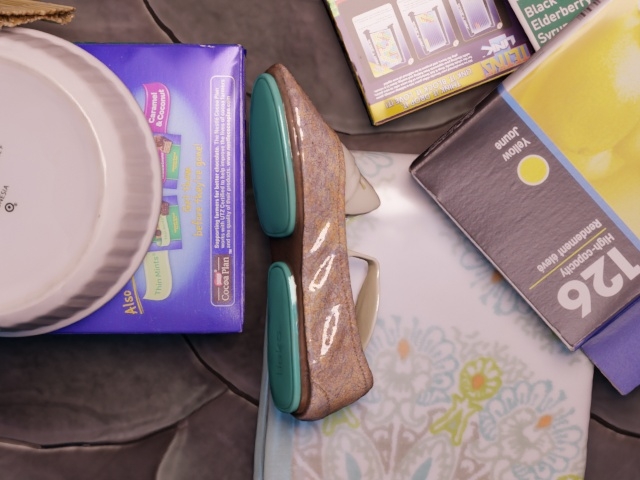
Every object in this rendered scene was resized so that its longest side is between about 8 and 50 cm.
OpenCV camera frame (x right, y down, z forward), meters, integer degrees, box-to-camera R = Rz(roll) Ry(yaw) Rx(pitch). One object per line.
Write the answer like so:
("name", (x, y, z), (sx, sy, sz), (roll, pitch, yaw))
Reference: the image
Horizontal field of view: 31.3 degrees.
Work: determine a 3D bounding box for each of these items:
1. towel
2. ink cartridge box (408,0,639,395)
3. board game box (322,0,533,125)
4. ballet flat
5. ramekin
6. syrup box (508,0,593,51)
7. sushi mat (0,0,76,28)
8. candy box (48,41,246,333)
("towel", (0.105, 0.104, 1.118), (0.321, 0.090, 0.374), (4, 94, -6))
("ink cartridge box", (0.290, -0.051, 1.013), (0.304, 0.072, 0.307), (-42, 95, 13))
("board game box", (0.104, -0.207, 1.112), (0.170, 0.048, 0.141), (-21, 97, -1))
("ballet flat", (0.000, 0.000, 1.020), (0.106, 0.107, 0.315), (-6, 99, -24))
("ramekin", (-0.271, -0.047, 0.946), (0.273, 0.127, 0.272), (0, 94, -2))
("syrup box", (0.253, -0.195, 1.071), (0.093, 0.096, 0.236), (-25, 103, 26))
("sushi mat", (-0.385, -0.221, 0.999), (0.317, 0.151, 0.019), (13, 105, 13))
("candy box", (-0.229, -0.052, 1.073), (0.317, 0.122, 0.268), (1, 95, -3))
